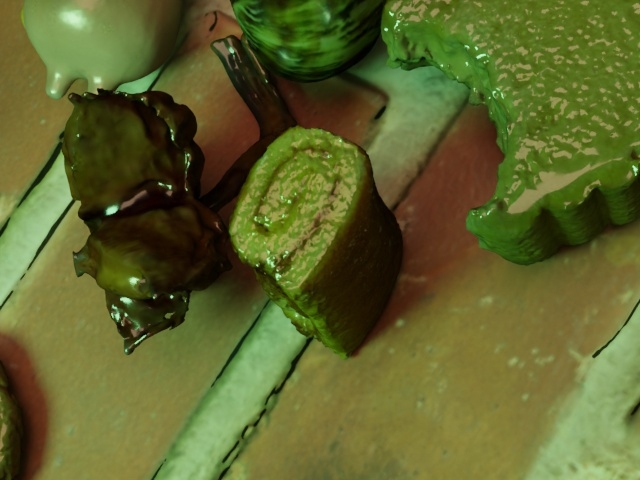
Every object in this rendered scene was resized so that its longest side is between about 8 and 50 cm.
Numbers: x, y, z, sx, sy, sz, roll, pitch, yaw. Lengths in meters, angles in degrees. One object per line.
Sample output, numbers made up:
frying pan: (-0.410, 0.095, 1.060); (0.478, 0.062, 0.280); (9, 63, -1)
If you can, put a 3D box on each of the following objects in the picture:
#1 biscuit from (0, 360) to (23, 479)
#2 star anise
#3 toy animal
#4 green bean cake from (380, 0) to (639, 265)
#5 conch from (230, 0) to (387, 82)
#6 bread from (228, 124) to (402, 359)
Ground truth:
biscuit: (-0.345, 0.179, 1.202); (0.226, 0.042, 0.226); (-6, 69, 16)
star anise: (-0.117, -0.058, 1.145); (0.148, 0.237, 0.346); (1, 38, 17)
toy animal: (-0.180, -0.236, 1.258); (0.165, 0.149, 0.248); (11, 82, 6)
green bean cake: (0.184, -0.119, 1.116); (0.233, 0.124, 0.236); (-23, 66, 6)
conch: (0.008, -0.210, 1.183); (0.187, 0.124, 0.181); (-14, 36, 56)
bread: (0.000, 0.000, 1.097); (0.103, 0.172, 0.132); (21, 77, 21)
